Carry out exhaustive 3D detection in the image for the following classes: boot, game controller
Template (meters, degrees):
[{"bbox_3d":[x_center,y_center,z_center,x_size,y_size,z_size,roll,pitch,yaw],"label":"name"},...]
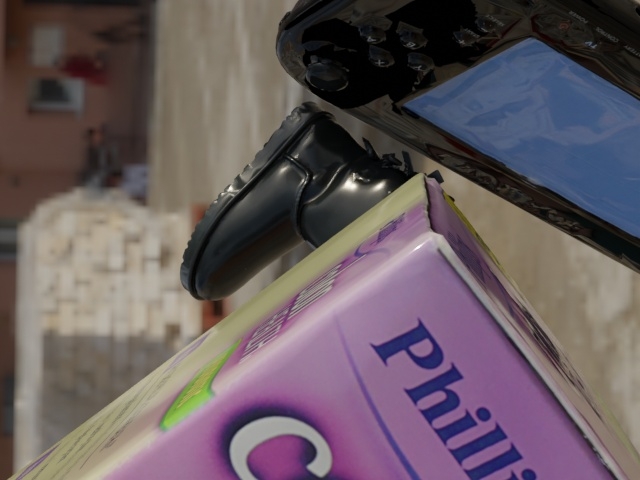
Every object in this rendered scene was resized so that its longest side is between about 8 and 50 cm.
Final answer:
[{"bbox_3d":[0.000,0.000,0.935,0.121,0.099,0.045,-52,-30,2],"label":"boot"},{"bbox_3d":[0.138,-0.052,0.934,0.166,0.319,0.067,-13,55,59],"label":"game controller"}]

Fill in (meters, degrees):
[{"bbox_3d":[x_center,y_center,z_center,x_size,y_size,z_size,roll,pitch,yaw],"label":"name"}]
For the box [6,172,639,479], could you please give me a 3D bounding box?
[{"bbox_3d":[-0.036,0.105,0.473,0.117,0.243,0.213,53,-175,-2],"label":"box"}]
